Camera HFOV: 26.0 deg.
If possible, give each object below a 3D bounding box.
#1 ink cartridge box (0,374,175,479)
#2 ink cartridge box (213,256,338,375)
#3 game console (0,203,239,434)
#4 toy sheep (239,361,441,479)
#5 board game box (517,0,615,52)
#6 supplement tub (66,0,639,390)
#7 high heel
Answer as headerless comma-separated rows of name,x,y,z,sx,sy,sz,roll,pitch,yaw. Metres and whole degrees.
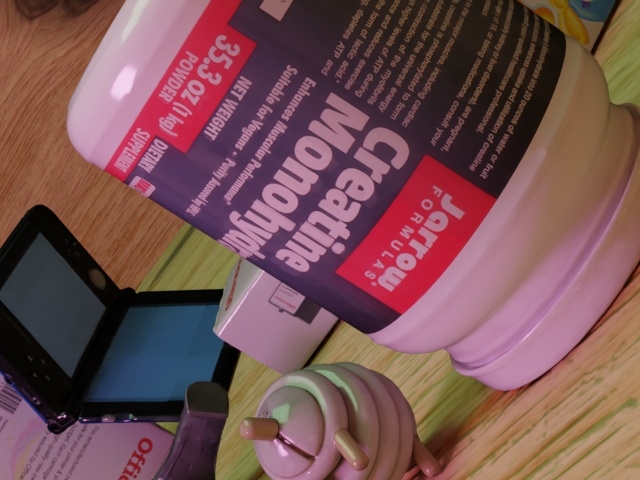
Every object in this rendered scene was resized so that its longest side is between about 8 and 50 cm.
ink cartridge box,-0.338,0.252,1.581,0.201,0.278,0.117,-63,7,-29
ink cartridge box,0.000,0.000,1.236,0.208,0.087,0.153,-54,10,19
game console,-0.231,0.073,1.564,0.173,0.250,0.293,-32,18,19
toy sheep,0.008,0.108,0.754,0.091,0.132,0.091,-15,67,38
board game box,0.114,-0.162,1.006,0.275,0.144,0.142,-61,10,-20
supplement tub,0.025,-0.061,0.724,0.191,0.272,0.191,-56,9,14
high heel,-0.112,0.260,1.066,0.261,0.093,0.186,-84,9,-52
